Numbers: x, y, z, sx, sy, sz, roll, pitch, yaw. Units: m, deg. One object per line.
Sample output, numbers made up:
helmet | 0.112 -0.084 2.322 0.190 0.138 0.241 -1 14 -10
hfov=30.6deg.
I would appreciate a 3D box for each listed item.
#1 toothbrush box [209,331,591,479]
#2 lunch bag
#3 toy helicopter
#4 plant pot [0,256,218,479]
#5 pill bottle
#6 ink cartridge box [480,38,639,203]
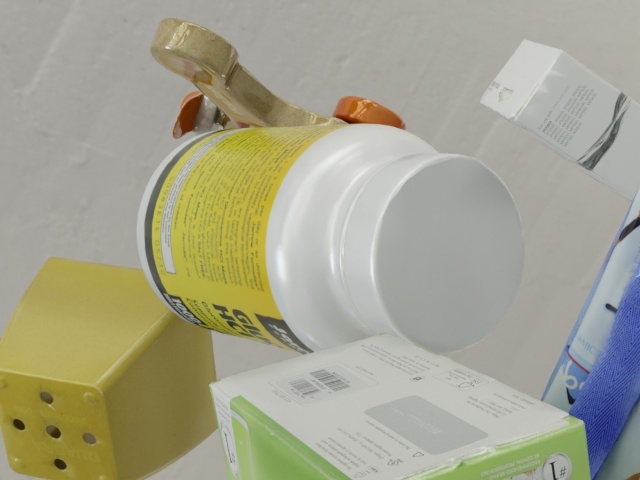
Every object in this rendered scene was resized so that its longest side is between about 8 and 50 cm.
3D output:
toothbrush box | 0.050 0.214 0.619 0.122 0.206 0.283 -15 -76 -20
lunch bag | 0.225 0.039 0.653 0.243 0.115 0.303 -24 -42 -46
toy helicopter | -0.078 -0.141 1.236 0.355 0.235 0.140 39 -107 -59
plant pot | -0.255 0.164 1.333 0.187 0.212 0.212 -52 -36 -56
pill bottle | 0.000 0.000 0.954 0.187 0.334 0.188 -3 -85 -34
ink cartridge box | 0.187 -0.076 0.798 0.135 0.099 0.056 32 -81 -13
